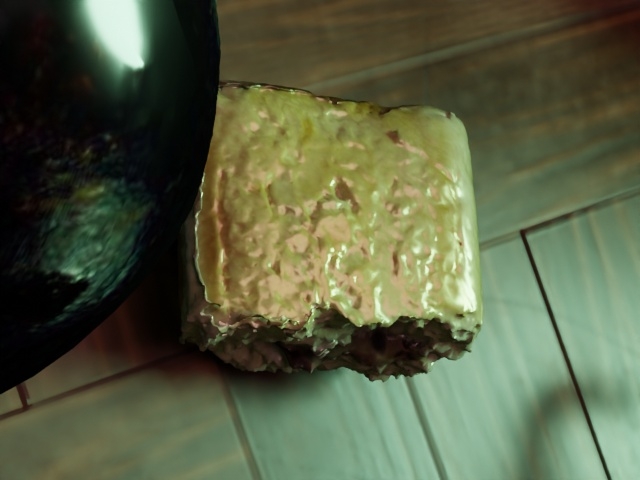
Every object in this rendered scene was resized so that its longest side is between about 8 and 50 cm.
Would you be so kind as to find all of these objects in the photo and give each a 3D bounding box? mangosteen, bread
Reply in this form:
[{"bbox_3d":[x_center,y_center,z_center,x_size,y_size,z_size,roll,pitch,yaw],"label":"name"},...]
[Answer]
[{"bbox_3d":[-0.137,-0.070,0.599,0.243,0.243,0.243,9,73,-31],"label":"mangosteen"},{"bbox_3d":[-0.001,0.000,0.741,0.125,0.082,0.106,5,65,-22],"label":"bread"}]
